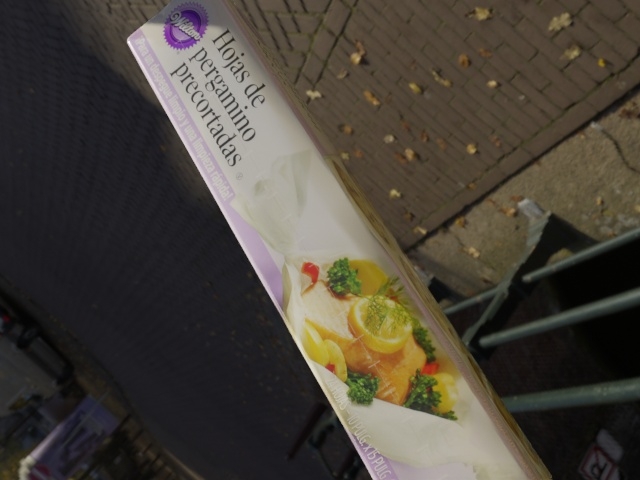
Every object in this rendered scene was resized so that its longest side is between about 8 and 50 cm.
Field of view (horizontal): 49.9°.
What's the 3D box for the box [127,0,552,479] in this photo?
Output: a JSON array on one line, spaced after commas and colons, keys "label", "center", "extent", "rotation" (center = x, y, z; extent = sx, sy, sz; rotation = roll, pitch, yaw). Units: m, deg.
[{"label": "box", "center": [0.000, 0.000, 0.364], "extent": [0.324, 0.063, 0.067], "rotation": [59, -169, 21]}]
